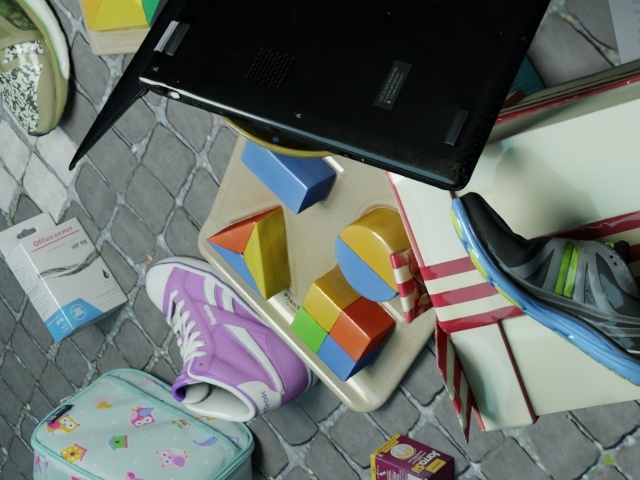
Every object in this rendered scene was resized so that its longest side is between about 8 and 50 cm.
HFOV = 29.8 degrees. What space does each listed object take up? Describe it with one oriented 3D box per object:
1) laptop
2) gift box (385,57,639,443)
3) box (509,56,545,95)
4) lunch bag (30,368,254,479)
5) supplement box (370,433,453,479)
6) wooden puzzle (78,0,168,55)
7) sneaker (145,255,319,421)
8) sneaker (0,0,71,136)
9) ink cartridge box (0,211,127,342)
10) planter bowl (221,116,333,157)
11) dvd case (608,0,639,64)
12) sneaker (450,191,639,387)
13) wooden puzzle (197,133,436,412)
[{"bbox_3d":[0.006,-0.209,1.046,0.408,0.382,0.236,20,158,17],"label":"laptop"},{"bbox_3d":[0.211,0.013,0.952,0.258,0.255,0.276,-14,97,31],"label":"gift box"},{"bbox_3d":[0.185,-0.077,1.136,0.100,0.060,0.244,-32,89,48],"label":"box"},{"bbox_3d":[-0.241,0.289,1.636,0.279,0.224,0.108,24,131,26],"label":"lunch bag"},{"bbox_3d":[0.106,0.268,1.407,0.083,0.055,0.043,18,123,36],"label":"supplement box"},{"bbox_3d":[-0.230,-0.327,1.412,0.239,0.044,0.221,6,116,42],"label":"wooden puzzle"},{"bbox_3d":[-0.152,0.122,1.500,0.282,0.161,0.102,31,132,30],"label":"sneaker"},{"bbox_3d":[-0.472,-0.307,1.545,0.158,0.182,0.410,-4,115,47],"label":"sneaker"},{"bbox_3d":[-0.369,0.040,1.703,0.180,0.104,0.060,57,138,3],"label":"ink cartridge box"},{"bbox_3d":[-0.020,-0.153,1.203,0.217,0.217,0.090,46,154,16],"label":"planter bowl"},{"bbox_3d":[0.314,-0.207,0.969,0.180,0.022,0.253,-1,111,44],"label":"dvd case"},{"bbox_3d":[0.170,0.024,0.815,0.188,0.067,0.078,35,92,8],"label":"sneaker"},{"bbox_3d":[0.000,0.000,1.343,0.322,0.080,0.348,45,136,17],"label":"wooden puzzle"}]
